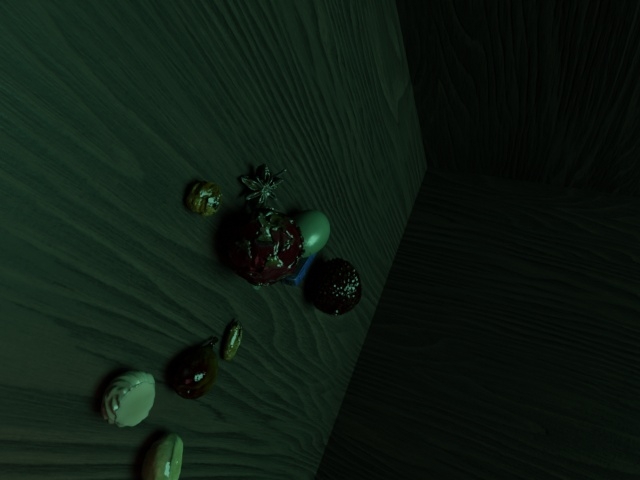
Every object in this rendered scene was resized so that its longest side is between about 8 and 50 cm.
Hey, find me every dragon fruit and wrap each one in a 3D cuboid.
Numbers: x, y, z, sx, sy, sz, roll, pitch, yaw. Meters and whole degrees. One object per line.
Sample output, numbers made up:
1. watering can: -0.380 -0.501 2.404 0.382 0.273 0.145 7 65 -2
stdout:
1. dragon fruit: -0.215 0.025 1.775 0.329 0.330 0.328 -39 136 -52

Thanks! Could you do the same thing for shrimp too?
1. shrimp: -0.375 0.425 1.950 0.132 0.052 0.187 -22 130 -82

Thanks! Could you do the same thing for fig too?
1. fig: -0.449 0.466 1.725 0.274 0.146 0.170 -65 157 -51

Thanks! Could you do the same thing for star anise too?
1. star anise: -0.234 -0.223 1.851 0.231 0.089 0.209 -23 135 -52

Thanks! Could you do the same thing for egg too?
1. egg: -0.065 -0.033 2.153 0.282 0.203 0.202 -53 146 -45

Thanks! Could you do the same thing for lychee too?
1. lychee: 0.084 0.261 2.518 0.306 0.306 0.330 65 18 -53

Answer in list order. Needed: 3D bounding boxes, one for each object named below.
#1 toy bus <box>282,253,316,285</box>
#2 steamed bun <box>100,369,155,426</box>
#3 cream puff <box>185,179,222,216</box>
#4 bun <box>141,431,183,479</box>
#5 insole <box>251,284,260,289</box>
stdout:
1. toy bus: -0.106 0.120 2.270 0.236 0.094 0.079 -59 150 -32
2. steamed bun: -0.611 0.492 1.429 0.183 0.106 0.182 -34 132 -49
3. cream puff: -0.393 -0.140 1.564 0.133 0.104 0.119 72 33 -49
4. bun: -0.579 0.808 1.640 0.222 0.128 0.222 -177 -90 -88
5. insole: -0.300 0.158 2.000 0.065 0.006 0.193 -63 151 -24
